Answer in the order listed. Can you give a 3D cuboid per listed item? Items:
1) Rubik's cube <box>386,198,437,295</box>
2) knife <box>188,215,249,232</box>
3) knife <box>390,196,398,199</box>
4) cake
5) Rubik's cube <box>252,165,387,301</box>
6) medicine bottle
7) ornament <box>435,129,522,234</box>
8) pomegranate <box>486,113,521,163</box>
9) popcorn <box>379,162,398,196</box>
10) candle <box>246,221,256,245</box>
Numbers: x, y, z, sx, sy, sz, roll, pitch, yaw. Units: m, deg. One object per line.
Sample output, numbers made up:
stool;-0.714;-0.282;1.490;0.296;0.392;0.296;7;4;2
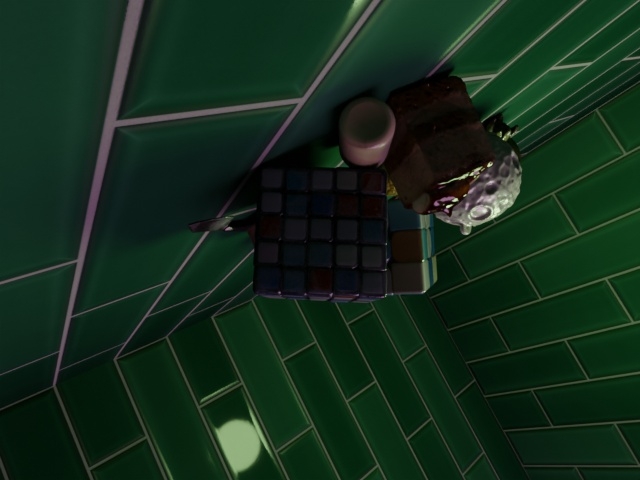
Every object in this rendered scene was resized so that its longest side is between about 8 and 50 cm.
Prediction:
Rubik's cube;0.251;0.019;1.745;0.344;0.346;0.347;-2;-177;22
knife;-0.266;-0.044;1.210;0.060;0.028;0.230;-46;161;26
knife;0.384;-0.218;2.181;0.121;0.018;0.031;-32;164;22
cake;0.268;-0.198;1.037;0.199;0.293;0.196;-20;170;-19
Rubik's cube;0.000;0.000;1.086;0.292;0.286;0.293;1;171;2
medicine bottle;0.097;-0.213;0.999;0.114;0.114;0.252;-27;171;-1
ornament;0.501;-0.220;1.541;0.337;0.337;0.337;-27;171;-4
pomegranate;0.650;-0.319;1.732;0.242;0.242;0.306;-29;163;7
popcorn;0.266;-0.221;1.462;0.174;0.142;0.173;-18;145;-13
candle;-0.054;-0.067;1.393;0.317;0.131;0.287;-20;-179;13
